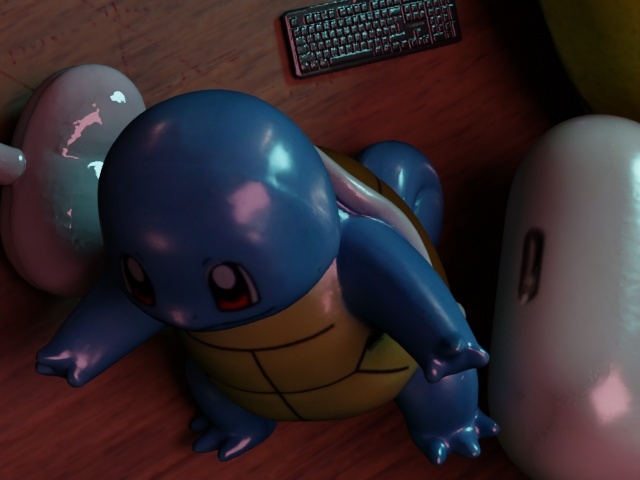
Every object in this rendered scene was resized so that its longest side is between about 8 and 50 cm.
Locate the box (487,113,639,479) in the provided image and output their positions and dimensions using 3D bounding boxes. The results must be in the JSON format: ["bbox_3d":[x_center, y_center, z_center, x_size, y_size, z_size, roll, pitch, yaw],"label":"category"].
[{"bbox_3d":[0.267,0.081,1.465,0.349,0.141,0.289,28,59,-38],"label":"box"}]

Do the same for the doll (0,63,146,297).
[{"bbox_3d":[-0.239,-0.060,1.269,0.365,0.094,0.160,14,80,-30],"label":"doll"}]

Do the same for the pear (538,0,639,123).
[{"bbox_3d":[0.354,-0.174,1.524,0.342,0.238,0.318,-43,125,-37],"label":"pear"}]

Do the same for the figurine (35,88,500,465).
[{"bbox_3d":[-0.002,0.040,1.295,0.416,0.297,0.243,9,89,-67],"label":"figurine"}]

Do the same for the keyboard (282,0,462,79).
[{"bbox_3d":[0.041,-0.161,1.484,0.155,0.010,0.053,-16,97,-30],"label":"keyboard"}]
